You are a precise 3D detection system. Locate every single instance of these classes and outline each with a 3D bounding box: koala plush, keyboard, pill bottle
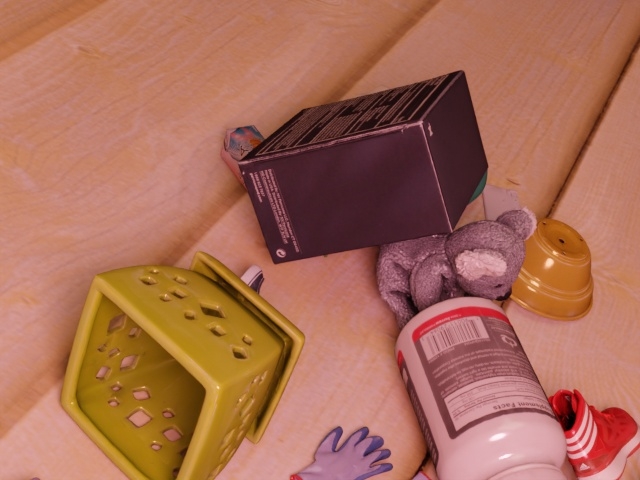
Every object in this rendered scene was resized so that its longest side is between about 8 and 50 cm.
[{"bbox_3d":[0.213,0.036,1.551,0.196,0.221,0.203,-37,95,-45],"label":"koala plush"},{"bbox_3d":[0.337,-0.020,1.884,0.072,0.014,0.256,9,39,-5],"label":"keyboard"},{"bbox_3d":[0.223,0.244,1.393,0.176,0.176,0.318,3,42,-20],"label":"pill bottle"}]

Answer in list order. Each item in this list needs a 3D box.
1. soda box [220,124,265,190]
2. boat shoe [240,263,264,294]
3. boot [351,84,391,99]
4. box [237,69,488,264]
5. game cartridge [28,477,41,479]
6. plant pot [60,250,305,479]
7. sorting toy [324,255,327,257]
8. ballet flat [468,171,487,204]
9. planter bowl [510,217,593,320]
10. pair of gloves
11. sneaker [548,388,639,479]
[{"bbox_3d":[-0.101,-0.118,1.774,0.058,0.063,0.183,-13,49,-34],"label":"soda box"},{"bbox_3d":[-0.104,0.114,1.509,0.083,0.065,0.183,30,42,0],"label":"boat shoe"},{"bbox_3d":[0.135,-0.203,1.958,0.176,0.088,0.244,33,37,15],"label":"boot"},{"bbox_3d":[0.078,-0.115,1.603,0.294,0.183,0.296,-11,18,25],"label":"box"},{"bbox_3d":[-0.400,0.395,1.055,0.355,0.068,0.230,-19,57,-38],"label":"game cartridge"},{"bbox_3d":[-0.163,0.160,1.305,0.228,0.227,0.207,38,36,23],"label":"plant pot"},{"bbox_3d":[0.000,0.000,1.702,0.102,0.042,0.061,-10,24,-16],"label":"sorting toy"},{"bbox_3d":[0.176,-0.070,1.811,0.124,0.116,0.342,14,34,27],"label":"ballet flat"},{"bbox_3d":[0.392,0.027,1.767,0.217,0.090,0.217,16,40,-14],"label":"planter bowl"},{"bbox_3d":[0.067,0.327,1.355,0.198,0.023,0.159,39,45,24],"label":"pair of gloves"},{"bbox_3d":[0.387,0.250,1.460,0.128,0.087,0.221,64,23,-3],"label":"sneaker"}]
